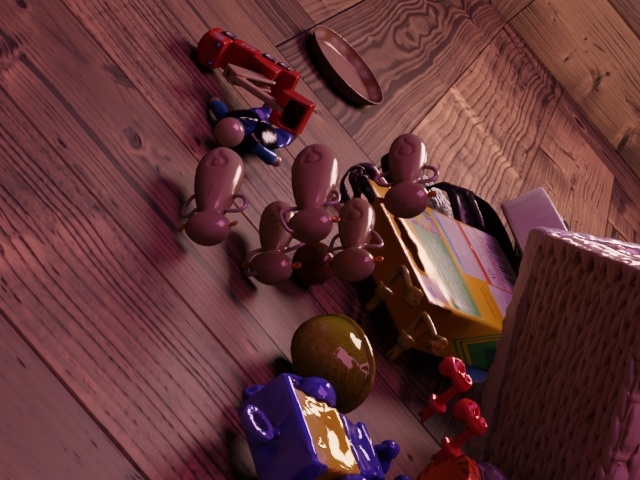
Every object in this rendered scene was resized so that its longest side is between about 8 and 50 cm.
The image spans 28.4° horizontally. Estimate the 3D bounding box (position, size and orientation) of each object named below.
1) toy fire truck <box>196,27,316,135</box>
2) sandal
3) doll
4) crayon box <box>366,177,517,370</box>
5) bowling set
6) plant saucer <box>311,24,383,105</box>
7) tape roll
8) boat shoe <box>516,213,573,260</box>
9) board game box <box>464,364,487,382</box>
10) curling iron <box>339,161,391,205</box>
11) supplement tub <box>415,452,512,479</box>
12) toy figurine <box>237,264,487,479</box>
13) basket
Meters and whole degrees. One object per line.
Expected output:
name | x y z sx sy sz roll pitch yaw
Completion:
toy fire truck | -0.088 -0.213 1.665 0.192 0.047 0.135 30 20 5
sandal | 0.253 0.032 1.937 0.445 0.107 0.167 55 23 6
doll | -0.092 -0.145 1.634 0.129 0.046 0.189 43 20 7
crayon box | 0.163 0.057 1.676 0.323 0.083 0.203 22 36 -50
bowling set | 0.000 0.000 1.435 0.154 0.287 0.199 -85 165 -51
plant saucer | 0.040 -0.288 2.121 0.168 0.029 0.168 41 26 -24
tape roll | 0.378 0.107 1.882 0.392 0.072 0.392 -25 90 -82
boat shoe | 0.394 0.003 2.258 0.091 0.114 0.302 52 11 1
board game box | 0.160 0.128 1.712 0.168 0.033 0.133 52 23 2
curling iron | 0.119 -0.008 1.823 0.274 0.068 0.035 47 21 -23
supplement tub | 0.189 0.320 1.373 0.190 0.117 0.117 42 24 -21
toy figurine | 0.011 0.161 1.203 0.217 0.191 0.362 23 34 -40
basket | 0.403 0.187 1.511 0.328 0.331 0.266 12 7 -25
